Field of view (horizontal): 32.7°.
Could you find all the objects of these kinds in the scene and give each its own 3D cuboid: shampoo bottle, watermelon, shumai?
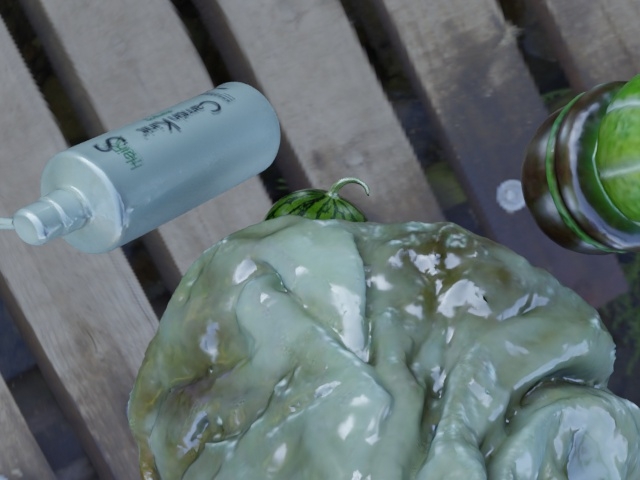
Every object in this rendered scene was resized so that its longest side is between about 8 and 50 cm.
[{"bbox_3d":[-0.136,-0.054,0.866,0.262,0.085,0.085,-34,106,-50],"label":"shampoo bottle"},{"bbox_3d":[-0.005,0.004,0.841,0.109,0.109,0.109,-1,94,-17],"label":"watermelon"},{"bbox_3d":[0.024,0.142,0.591,0.309,0.263,0.304,-40,98,13],"label":"shumai"}]

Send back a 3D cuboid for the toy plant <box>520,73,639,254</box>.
[{"bbox_3d":[0.171,-0.042,0.564,0.092,0.162,0.093,2,84,-17],"label":"toy plant"}]
